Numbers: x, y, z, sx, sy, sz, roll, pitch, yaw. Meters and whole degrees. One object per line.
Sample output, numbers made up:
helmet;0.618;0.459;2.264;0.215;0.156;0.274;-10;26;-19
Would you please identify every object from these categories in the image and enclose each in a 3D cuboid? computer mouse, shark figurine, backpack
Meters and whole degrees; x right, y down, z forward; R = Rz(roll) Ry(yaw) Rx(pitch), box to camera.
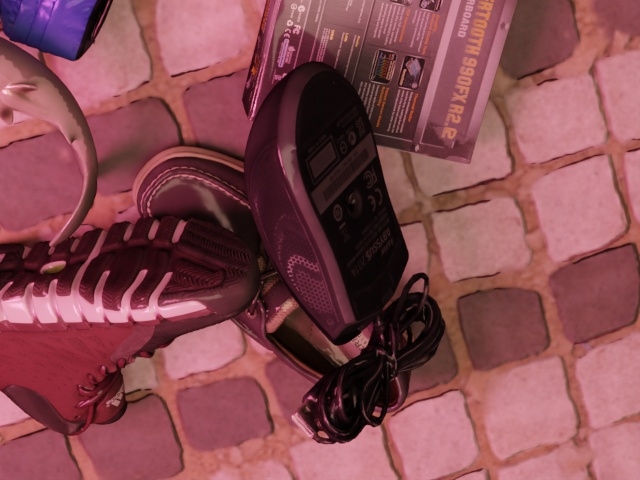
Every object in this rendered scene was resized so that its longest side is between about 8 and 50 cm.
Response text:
computer mouse;0.000;0.000;1.224;0.072;0.188;0.272;-2;114;34
shark figurine;-0.242;-0.119;1.170;0.278;0.116;0.166;22;118;-37
backpack;-0.194;-0.199;1.192;0.101;0.098;0.120;16;121;-6

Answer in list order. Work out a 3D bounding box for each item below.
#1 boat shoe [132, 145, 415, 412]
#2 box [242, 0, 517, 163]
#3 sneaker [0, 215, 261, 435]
boat shoe;-0.029;0.035;1.305;0.103;0.092;0.285;-43;111;9
box;0.055;-0.188;1.251;0.183;0.056;0.231;10;109;-13
sneaker;-0.154;0.076;1.279;0.281;0.106;0.162;-3;128;26
